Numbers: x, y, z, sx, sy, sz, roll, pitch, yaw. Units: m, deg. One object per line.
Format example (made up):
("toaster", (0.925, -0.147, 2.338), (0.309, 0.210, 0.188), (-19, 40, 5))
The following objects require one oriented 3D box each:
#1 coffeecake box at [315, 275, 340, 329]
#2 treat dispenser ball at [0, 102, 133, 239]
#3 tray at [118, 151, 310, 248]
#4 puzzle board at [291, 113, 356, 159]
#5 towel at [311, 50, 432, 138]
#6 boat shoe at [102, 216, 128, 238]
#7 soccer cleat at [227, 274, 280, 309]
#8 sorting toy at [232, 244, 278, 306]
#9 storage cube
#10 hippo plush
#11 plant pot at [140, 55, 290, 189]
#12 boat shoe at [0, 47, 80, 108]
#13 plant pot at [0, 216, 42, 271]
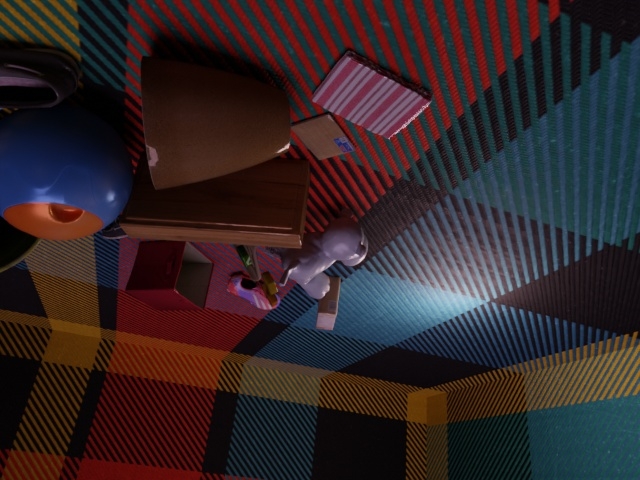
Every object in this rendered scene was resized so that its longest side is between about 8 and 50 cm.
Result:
("coffeecake box", (0.026, 0.230, 1.842), (0.068, 0.143, 0.186), (7, 154, 0))
("treat dispenser ball", (-0.548, -0.144, 1.069), (0.287, 0.289, 0.288), (5, 153, 3))
("tray", (-0.238, -0.099, 1.185), (0.410, 0.203, 0.076), (3, 153, 6))
("puzzle board", (0.008, -0.224, 1.100), (0.096, 0.011, 0.128), (-11, 149, 28))
("towel", (0.096, -0.274, 0.968), (0.196, 0.029, 0.144), (21, 150, -22))
("boat shoe", (-0.595, -0.047, 1.551), (0.205, 0.075, 0.065), (-4, 109, 30))
("soccer cleat", (-0.238, 0.195, 1.909), (0.248, 0.083, 0.095), (31, 140, -35))
("sorting toy", (-0.201, 0.024, 1.352), (0.041, 0.307, 0.229), (-25, 158, -18))
("storage cube", (-0.500, 0.123, 1.702), (0.193, 0.184, 0.215), (-3, 152, 18))
("hippo plush", (0.000, 0.000, 1.393), (0.236, 0.235, 0.294), (-32, 155, 9))
("plant pot", (-0.190, -0.222, 0.953), (0.254, 0.237, 0.237), (-5, 156, -13))
("boat shoe", (-0.631, -0.304, 0.951), (0.334, 0.096, 0.112), (-1, 140, 1))
("plant pot", (-0.883, -0.102, 1.198), (0.352, 0.367, 0.366), (2, 158, 46))
